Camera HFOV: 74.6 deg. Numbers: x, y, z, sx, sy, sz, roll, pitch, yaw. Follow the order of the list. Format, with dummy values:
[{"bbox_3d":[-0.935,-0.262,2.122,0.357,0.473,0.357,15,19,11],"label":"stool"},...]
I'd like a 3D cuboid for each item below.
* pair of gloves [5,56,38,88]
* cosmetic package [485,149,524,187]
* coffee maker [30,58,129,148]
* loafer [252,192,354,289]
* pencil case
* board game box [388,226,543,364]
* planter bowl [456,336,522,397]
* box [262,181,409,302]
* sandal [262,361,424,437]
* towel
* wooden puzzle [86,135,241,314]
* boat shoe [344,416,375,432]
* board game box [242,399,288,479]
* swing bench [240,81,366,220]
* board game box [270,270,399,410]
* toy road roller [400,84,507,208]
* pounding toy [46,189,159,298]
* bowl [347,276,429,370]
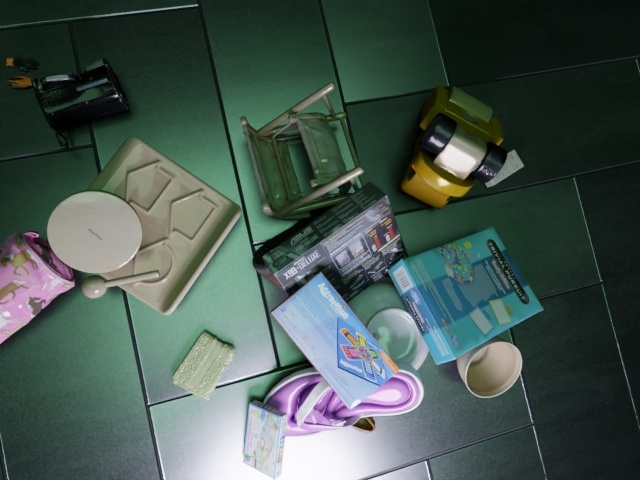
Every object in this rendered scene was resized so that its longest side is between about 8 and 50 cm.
[{"bbox_3d":[-0.746,-0.420,1.051,0.074,0.010,0.083,-3,83,-8],"label":"pair of gloves"},{"bbox_3d":[0.526,-0.209,1.225,0.115,0.041,0.060,-30,90,-11],"label":"cosmetic package"},{"bbox_3d":[-0.573,-0.336,1.031,0.178,0.120,0.171,-21,112,-9],"label":"coffee maker"},{"bbox_3d":[0.000,0.000,1.095,0.365,0.134,0.130,-31,125,-10],"label":"loafer"},{"bbox_3d":[-0.750,0.144,0.929,0.386,0.167,0.160,-38,59,-11],"label":"pencil case"},{"bbox_3d":[0.373,0.128,1.073,0.335,0.079,0.254,-16,71,-28],"label":"board game box"},{"bbox_3d":[0.430,0.315,1.117,0.162,0.109,0.162,-4,108,-12],"label":"planter bowl"},{"bbox_3d":[0.048,0.041,1.007,0.307,0.076,0.242,-36,136,-5],"label":"box"},{"bbox_3d":[0.035,0.381,0.992,0.416,0.102,0.170,-21,96,13],"label":"sandal"},{"bbox_3d":[-0.291,0.312,1.053,0.110,0.027,0.148,31,82,-5],"label":"towel"},{"bbox_3d":[-0.420,-0.038,1.042,0.347,0.080,0.322,33,80,0],"label":"wooden puzzle"},{"bbox_3d":[0.066,0.439,1.083,0.178,0.060,0.064,31,81,-5],"label":"boat shoe"},{"bbox_3d":[-0.135,0.482,1.021,0.103,0.026,0.154,9,94,31],"label":"board game box"},{"bbox_3d":[-0.036,-0.203,1.035,0.254,0.165,0.253,-19,72,10],"label":"swing bench"},{"bbox_3d":[0.033,0.221,0.932,0.145,0.027,0.281,-38,92,0],"label":"board game box"},{"bbox_3d":[0.340,-0.242,1.145,0.202,0.241,0.330,28,44,-6],"label":"toy road roller"},{"bbox_3d":[-0.490,-0.006,0.953,0.182,0.110,0.237,-20,112,-14],"label":"pounding toy"},{"bbox_3d":[0.167,0.239,1.081,0.297,0.134,0.298,1,84,-10],"label":"bowl"}]
